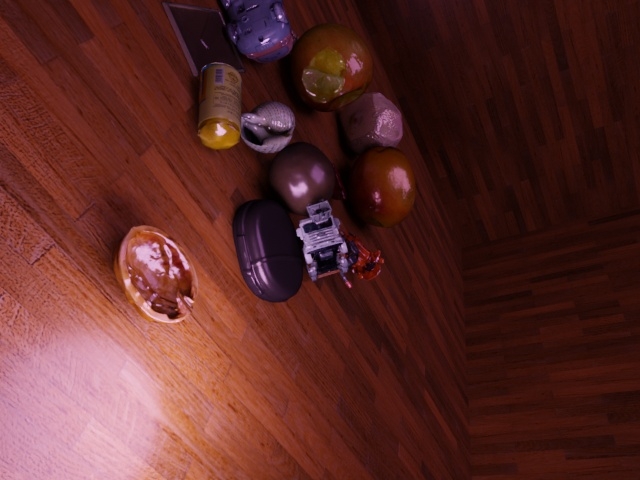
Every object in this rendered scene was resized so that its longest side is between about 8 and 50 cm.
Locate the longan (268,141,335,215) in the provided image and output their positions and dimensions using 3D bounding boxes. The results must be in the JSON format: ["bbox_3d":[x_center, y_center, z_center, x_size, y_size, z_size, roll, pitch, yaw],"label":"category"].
[{"bbox_3d":[-0.059,-0.201,1.566,0.248,0.248,0.248,42,40,-48],"label":"longan"}]

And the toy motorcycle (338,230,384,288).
[{"bbox_3d":[0.129,0.061,1.883,0.221,0.148,0.326,54,21,11],"label":"toy motorcycle"}]

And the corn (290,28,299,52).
[{"bbox_3d":[-0.163,-0.839,1.896,0.237,0.080,0.079,39,42,-47],"label":"corn"}]

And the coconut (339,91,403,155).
[{"bbox_3d":[0.249,-0.535,2.295,0.255,0.297,0.297,24,53,-43],"label":"coconut"}]

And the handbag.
[{"bbox_3d":[-0.146,0.027,1.382,0.254,0.093,0.307,-1,76,-65],"label":"handbag"}]

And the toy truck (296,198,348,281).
[{"bbox_3d":[0.000,0.000,1.529,0.338,0.133,0.184,80,-7,-69],"label":"toy truck"}]

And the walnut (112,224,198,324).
[{"bbox_3d":[-0.342,0.071,0.968,0.211,0.087,0.167,63,34,-17],"label":"walnut"}]

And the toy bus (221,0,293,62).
[{"bbox_3d":[-0.194,-0.739,1.643,0.232,0.198,0.293,38,34,-69],"label":"toy bus"}]

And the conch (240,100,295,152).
[{"bbox_3d":[-0.172,-0.348,1.516,0.131,0.200,0.172,117,-37,-75],"label":"conch"}]

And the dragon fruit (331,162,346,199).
[{"bbox_3d":[0.053,-0.223,1.962,0.162,0.083,0.106,67,12,7],"label":"dragon fruit"}]

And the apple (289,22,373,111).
[{"bbox_3d":[0.038,-0.690,1.925,0.339,0.340,0.339,42,40,-48],"label":"apple"}]

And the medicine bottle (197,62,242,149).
[{"bbox_3d":[-0.277,-0.362,1.327,0.124,0.124,0.238,35,45,-52],"label":"medicine bottle"}]

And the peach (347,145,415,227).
[{"bbox_3d":[0.280,-0.248,2.154,0.373,0.290,0.372,3,83,-24],"label":"peach"}]

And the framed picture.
[{"bbox_3d":[-0.341,-0.605,1.460,0.213,0.016,0.289,67,26,-12],"label":"framed picture"}]
